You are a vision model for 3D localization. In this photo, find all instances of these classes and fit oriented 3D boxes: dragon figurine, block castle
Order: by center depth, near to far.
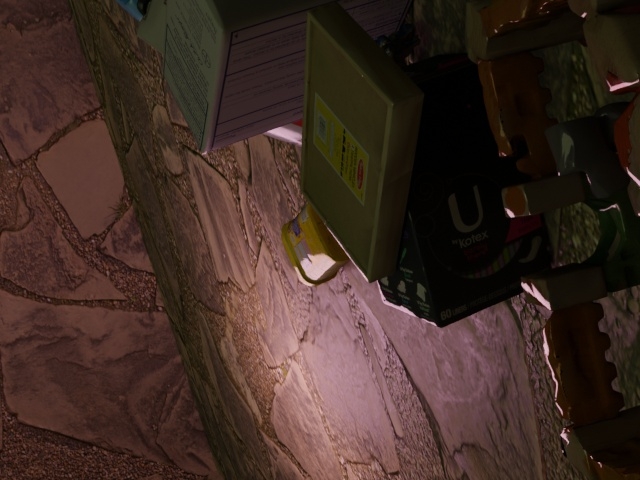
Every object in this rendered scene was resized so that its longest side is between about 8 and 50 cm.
[{"bbox_3d":[0.288,-0.018,0.743,0.303,0.212,0.453,-173,69,-81],"label":"block castle"},{"bbox_3d":[0.088,-0.153,1.288,0.144,0.085,0.289,61,159,20],"label":"dragon figurine"}]

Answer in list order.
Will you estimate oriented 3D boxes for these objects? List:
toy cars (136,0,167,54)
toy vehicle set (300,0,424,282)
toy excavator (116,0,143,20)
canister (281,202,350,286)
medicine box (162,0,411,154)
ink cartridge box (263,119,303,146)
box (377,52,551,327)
[{"bbox_3d":[-0.193,-0.446,1.346,0.176,0.087,0.394,-7,95,39],"label":"toy cars"},{"bbox_3d":[0.035,-0.098,1.062,0.166,0.035,0.267,54,155,34],"label":"toy vehicle set"},{"bbox_3d":[-0.244,-0.425,1.569,0.445,0.222,0.433,44,177,-19],"label":"toy excavator"},{"bbox_3d":[0.000,0.000,1.699,0.126,0.073,0.170,65,159,8],"label":"canister"},{"bbox_3d":[-0.049,-0.272,1.253,0.149,0.263,0.289,62,159,16],"label":"medicine box"},{"bbox_3d":[-0.073,-0.184,1.537,0.232,0.189,0.066,38,108,58],"label":"ink cartridge box"},{"bbox_3d":[0.137,-0.062,1.135,0.143,0.165,0.270,20,129,65],"label":"box"}]
